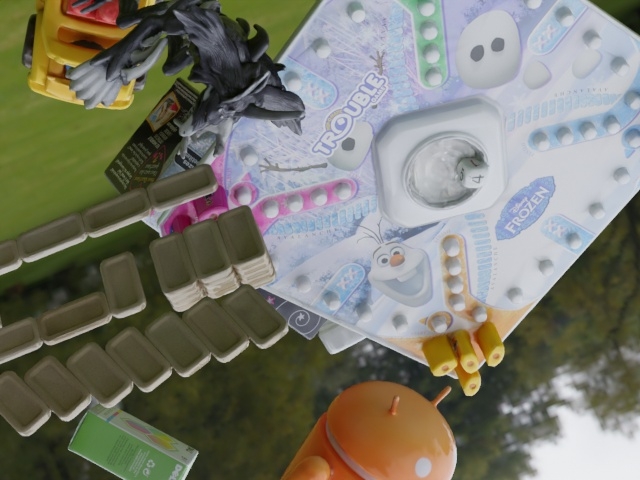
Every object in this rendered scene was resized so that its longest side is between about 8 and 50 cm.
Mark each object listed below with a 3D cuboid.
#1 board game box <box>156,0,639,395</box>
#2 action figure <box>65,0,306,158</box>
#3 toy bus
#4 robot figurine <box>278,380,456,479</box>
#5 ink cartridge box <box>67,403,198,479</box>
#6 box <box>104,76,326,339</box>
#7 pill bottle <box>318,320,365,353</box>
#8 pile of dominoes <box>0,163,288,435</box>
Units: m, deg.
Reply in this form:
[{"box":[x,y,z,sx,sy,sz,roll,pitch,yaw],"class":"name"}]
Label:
[{"box":[0.115,-0.062,1.193,0.390,0.390,0.050,-51,-149,21],"class":"board game box"},{"box":[-0.113,-0.140,1.075,0.141,0.164,0.276,-48,-142,7],"class":"action figure"},{"box":[-0.246,-0.245,1.440,0.149,0.220,0.211,10,-166,-13],"class":"toy bus"},{"box":[0.035,0.215,1.154,0.219,0.158,0.128,-58,-165,21],"class":"robot figurine"},{"box":[-0.227,0.296,1.771,0.062,0.209,0.109,-61,178,1],"class":"ink cartridge box"},{"box":[-0.082,-0.033,1.390,0.142,0.247,0.163,-52,-153,2],"class":"box"},{"box":[0.000,0.000,1.753,0.162,0.278,0.162,-30,180,0],"class":"pill bottle"},{"box":[-0.160,0.053,1.054,0.251,0.196,0.040,-21,142,-2],"class":"pile of dominoes"}]
